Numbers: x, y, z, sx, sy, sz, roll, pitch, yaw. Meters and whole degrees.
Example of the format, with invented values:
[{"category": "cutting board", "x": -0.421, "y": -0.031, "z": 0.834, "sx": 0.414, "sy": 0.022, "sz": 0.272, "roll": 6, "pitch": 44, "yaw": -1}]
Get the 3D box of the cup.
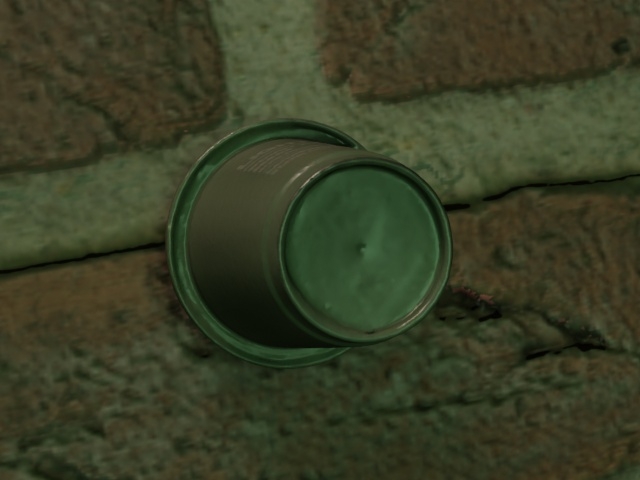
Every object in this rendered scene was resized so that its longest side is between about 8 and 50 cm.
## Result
[{"category": "cup", "x": 0.000, "y": 0.000, "z": 0.699, "sx": 0.120, "sy": 0.141, "sz": 0.120, "roll": 1, "pitch": 88, "yaw": -19}]
